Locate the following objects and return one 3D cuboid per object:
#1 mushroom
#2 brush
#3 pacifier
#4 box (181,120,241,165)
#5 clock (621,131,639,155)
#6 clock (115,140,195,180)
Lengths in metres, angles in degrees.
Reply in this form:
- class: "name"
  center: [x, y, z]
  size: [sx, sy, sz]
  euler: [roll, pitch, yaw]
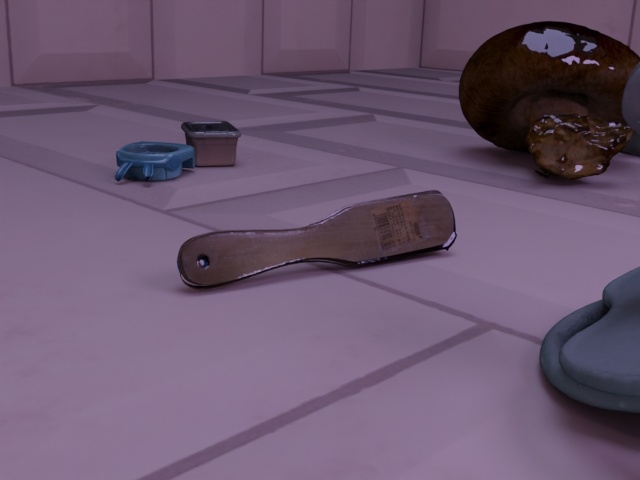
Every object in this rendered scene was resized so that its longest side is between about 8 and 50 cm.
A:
- class: "mushroom"
  center: [0.440, -0.229, 1.431]
  size: [0.331, 0.356, 0.334]
  euler: [-9, -22, -11]
- class: "brush"
  center: [0.000, 0.000, 0.833]
  size: [0.327, 0.070, 0.065]
  euler: [-10, 2, -31]
- class: "pacifier"
  center: [0.275, -0.008, 0.556]
  size: [0.288, 0.269, 0.343]
  euler: [-17, 1, 31]
- class: "box"
  center: [-0.189, -0.167, 1.355]
  size: [0.089, 0.062, 0.122]
  euler: [-3, 18, -17]
- class: "clock"
  center: [0.720, -0.235, 1.620]
  size: [0.265, 0.109, 0.324]
  euler: [16, 22, 35]
- class: "clock"
  center: [-0.265, -0.121, 1.224]
  size: [0.108, 0.045, 0.147]
  euler: [4, 18, 10]
